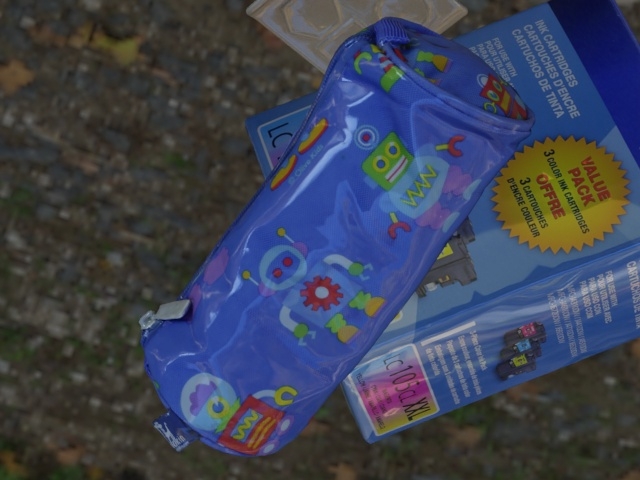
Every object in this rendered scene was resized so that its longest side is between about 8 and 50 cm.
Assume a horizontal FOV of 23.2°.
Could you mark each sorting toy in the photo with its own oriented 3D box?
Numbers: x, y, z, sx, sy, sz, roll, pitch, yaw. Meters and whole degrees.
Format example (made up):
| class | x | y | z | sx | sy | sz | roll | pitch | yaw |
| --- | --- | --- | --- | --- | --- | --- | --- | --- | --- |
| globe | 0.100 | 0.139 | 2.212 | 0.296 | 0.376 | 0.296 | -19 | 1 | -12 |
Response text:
| class | x | y | z | sx | sy | sz | roll | pitch | yaw |
| --- | --- | --- | --- | --- | --- | --- | --- | --- | --- |
| sorting toy | 0.045 | -0.284 | 1.895 | 0.193 | 0.038 | 0.208 | -35 | 129 | 30 |

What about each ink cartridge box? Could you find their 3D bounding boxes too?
| class | x | y | z | sx | sy | sz | roll | pitch | yaw |
| --- | --- | --- | --- | --- | --- | --- | --- | --- | --- |
| ink cartridge box | 0.167 | -0.039 | 1.303 | 0.395 | 0.270 | 0.151 | -21 | 146 | 0 |

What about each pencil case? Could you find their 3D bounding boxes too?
| class | x | y | z | sx | sy | sz | roll | pitch | yaw |
| --- | --- | --- | --- | --- | --- | --- | --- | --- | --- |
| pencil case | 0.000 | 0.000 | 0.995 | 0.133 | 0.119 | 0.306 | 30 | 109 | -20 |
